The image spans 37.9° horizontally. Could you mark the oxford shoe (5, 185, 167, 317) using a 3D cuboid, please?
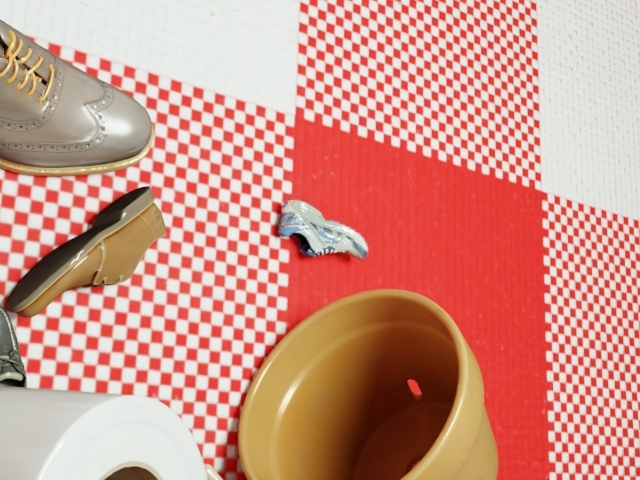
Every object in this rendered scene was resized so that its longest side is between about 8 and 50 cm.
[{"bbox_3d":[-0.244,0.026,1.011,0.212,0.076,0.076,-42,116,-35],"label":"oxford shoe"}]

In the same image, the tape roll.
[{"bbox_3d":[-0.240,0.258,0.844,0.246,0.169,0.246,5,85,-59],"label":"tape roll"}]

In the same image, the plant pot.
[{"bbox_3d":[0.077,0.231,1.096,0.203,0.291,0.291,51,53,-39],"label":"plant pot"}]

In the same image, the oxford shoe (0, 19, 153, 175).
[{"bbox_3d":[-0.322,-0.154,0.950,0.364,0.133,0.130,13,72,-35],"label":"oxford shoe"}]

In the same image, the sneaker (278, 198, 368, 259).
[{"bbox_3d":[0.000,0.000,1.221,0.135,0.052,0.058,28,74,-21],"label":"sneaker"}]

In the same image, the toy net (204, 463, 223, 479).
[{"bbox_3d":[-0.115,0.300,1.038,0.232,0.045,0.122,20,45,-33],"label":"toy net"}]

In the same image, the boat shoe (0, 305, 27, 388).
[{"bbox_3d":[-0.320,0.137,0.939,0.056,0.049,0.152,-7,85,-40],"label":"boat shoe"}]
